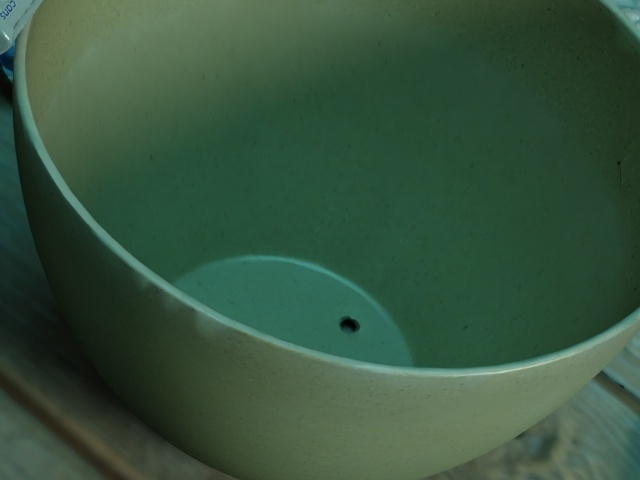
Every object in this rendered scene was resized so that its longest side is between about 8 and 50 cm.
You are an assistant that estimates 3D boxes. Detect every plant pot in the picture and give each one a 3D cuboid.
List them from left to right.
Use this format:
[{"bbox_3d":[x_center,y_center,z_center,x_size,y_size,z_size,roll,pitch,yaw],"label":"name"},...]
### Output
[{"bbox_3d":[0.000,0.000,0.716,0.284,0.191,0.284,9,48,-10],"label":"plant pot"}]

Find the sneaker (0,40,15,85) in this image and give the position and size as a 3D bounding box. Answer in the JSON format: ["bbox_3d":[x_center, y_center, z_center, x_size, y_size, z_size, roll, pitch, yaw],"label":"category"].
[{"bbox_3d":[-0.105,-0.124,0.877,0.162,0.073,0.063,-14,55,-28],"label":"sneaker"}]

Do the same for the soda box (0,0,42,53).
[{"bbox_3d":[-0.230,-0.089,0.667,0.098,0.286,0.091,49,40,-25],"label":"soda box"}]

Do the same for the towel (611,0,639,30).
[{"bbox_3d":[0.117,-0.202,1.033,0.332,0.053,0.317,-3,50,-18],"label":"towel"}]
